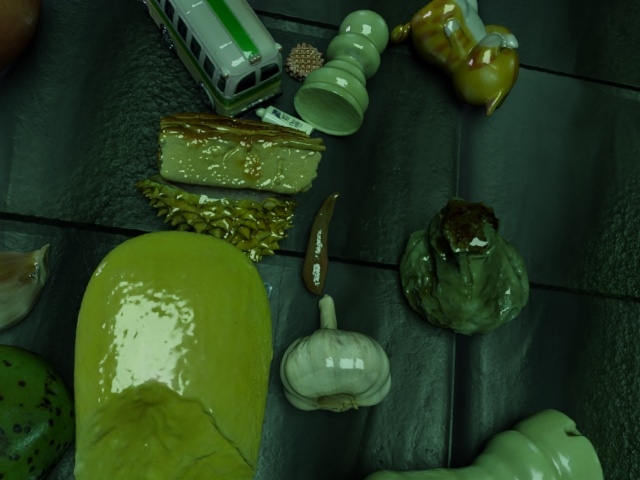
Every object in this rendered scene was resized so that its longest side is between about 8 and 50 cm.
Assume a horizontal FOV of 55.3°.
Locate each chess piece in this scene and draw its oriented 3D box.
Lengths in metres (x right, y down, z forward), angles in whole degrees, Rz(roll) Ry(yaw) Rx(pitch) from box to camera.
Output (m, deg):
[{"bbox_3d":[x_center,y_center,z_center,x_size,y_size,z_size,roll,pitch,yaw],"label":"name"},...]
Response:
[{"bbox_3d":[0.057,-0.350,1.221,0.145,0.144,0.251,25,68,-6],"label":"chess piece"},{"bbox_3d":[0.261,0.451,1.048,0.443,0.234,0.233,-18,82,-18],"label":"chess piece"}]

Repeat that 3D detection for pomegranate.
[{"bbox_3d":[-0.491,0.280,0.912,0.255,0.270,0.254,0,44,0],"label":"pomegranate"}]

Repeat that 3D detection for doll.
[{"bbox_3d":[0.300,-0.397,1.265,0.269,0.162,0.167,45,44,6],"label":"doll"}]

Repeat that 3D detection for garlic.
[{"bbox_3d":[0.028,0.185,1.087,0.199,0.199,0.225,7,51,-11],"label":"garlic"},{"bbox_3d":[-0.595,0.083,1.005,0.267,0.148,0.128,5,113,-15],"label":"garlic"}]

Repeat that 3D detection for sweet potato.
[{"bbox_3d":[0.000,0.000,1.172,0.050,0.050,0.214,12,73,-9],"label":"sweet potato"}]

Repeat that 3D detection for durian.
[{"bbox_3d":[-0.188,-0.056,1.072,0.305,0.196,0.185,17,82,-10],"label":"durian"}]

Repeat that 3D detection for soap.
[{"bbox_3d":[-0.222,0.194,0.959,0.306,0.115,0.426,3,80,-18],"label":"soap"}]

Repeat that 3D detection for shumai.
[{"bbox_3d":[0.293,0.060,1.134,0.261,0.222,0.225,31,71,-9],"label":"shumai"}]

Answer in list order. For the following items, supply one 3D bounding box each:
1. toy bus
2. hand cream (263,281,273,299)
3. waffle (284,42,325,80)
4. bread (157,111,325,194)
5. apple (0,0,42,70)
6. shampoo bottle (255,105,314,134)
[{"bbox_3d":[-0.202,-0.395,1.139,0.143,0.179,0.305,-31,82,-16],"label":"toy bus"},{"bbox_3d":[-0.216,0.072,1.103,0.256,0.055,0.088,24,94,-6],"label":"hand cream"},{"bbox_3d":[-0.031,-0.365,1.253,0.075,0.029,0.083,36,71,-3],"label":"waffle"},{"bbox_3d":[-0.148,-0.157,1.084,0.275,0.185,0.114,3,106,-16],"label":"bread"},{"bbox_3d":[-0.651,-0.431,0.979,0.364,0.364,0.363,3,77,-12],"label":"apple"},{"bbox_3d":[-0.083,-0.235,1.211,0.141,0.034,0.048,27,79,-4],"label":"shampoo bottle"}]
